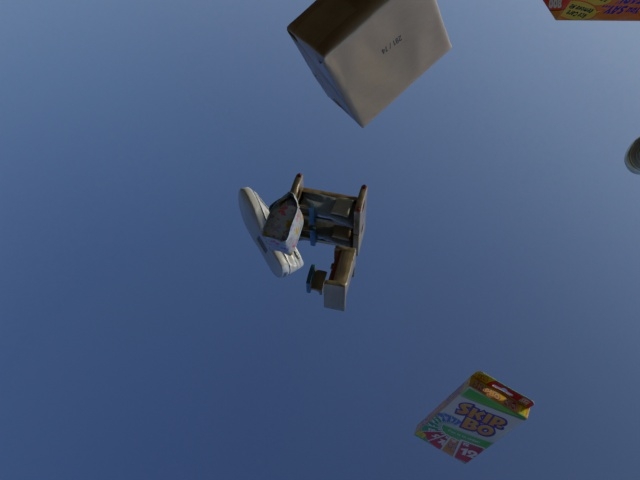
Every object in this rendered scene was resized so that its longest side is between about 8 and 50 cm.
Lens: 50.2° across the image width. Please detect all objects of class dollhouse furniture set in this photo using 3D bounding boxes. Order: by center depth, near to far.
[{"bbox_3d":[0.000,0.000,1.174,0.129,0.129,0.183,10,-127,9],"label":"dollhouse furniture set"}]

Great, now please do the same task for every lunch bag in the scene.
[{"bbox_3d":[-0.057,-0.028,1.080,0.053,0.071,0.083,18,-106,12],"label":"lunch bag"}]

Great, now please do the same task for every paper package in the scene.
[{"bbox_3d":[0.131,-0.498,1.682,0.325,0.309,0.168,-42,-124,0],"label":"paper package"}]

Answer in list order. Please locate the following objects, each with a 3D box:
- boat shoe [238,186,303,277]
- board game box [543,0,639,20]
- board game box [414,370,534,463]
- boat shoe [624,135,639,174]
[{"bbox_3d":[-0.131,-0.028,1.787,0.084,0.258,0.095,-23,175,-30],"label":"boat shoe"},{"bbox_3d":[0.543,-0.624,1.136,0.356,0.356,0.356,-8,-118,-24],"label":"board game box"},{"bbox_3d":[0.294,0.348,1.328,0.124,0.259,0.039,29,-135,1],"label":"board game box"},{"bbox_3d":[0.697,-0.207,1.325,0.228,0.081,0.079,-30,-101,-6],"label":"boat shoe"}]
